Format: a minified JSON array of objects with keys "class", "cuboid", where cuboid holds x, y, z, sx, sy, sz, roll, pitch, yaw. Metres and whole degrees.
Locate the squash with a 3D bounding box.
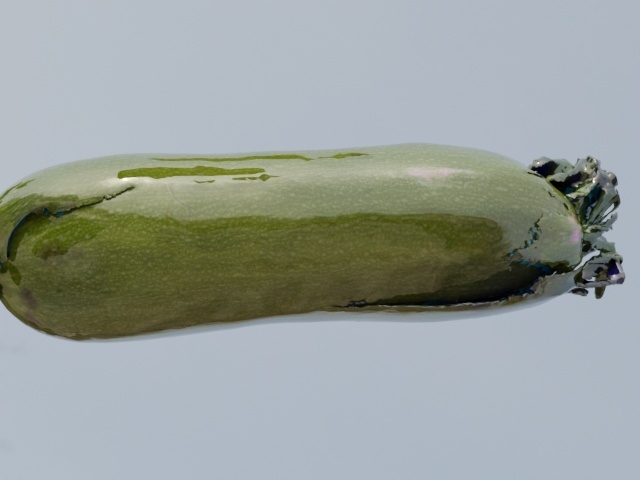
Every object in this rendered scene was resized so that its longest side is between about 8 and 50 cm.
[{"class":"squash","cuboid":[0.000,0.000,0.504,0.052,0.183,0.052,179,-90,-70]}]
